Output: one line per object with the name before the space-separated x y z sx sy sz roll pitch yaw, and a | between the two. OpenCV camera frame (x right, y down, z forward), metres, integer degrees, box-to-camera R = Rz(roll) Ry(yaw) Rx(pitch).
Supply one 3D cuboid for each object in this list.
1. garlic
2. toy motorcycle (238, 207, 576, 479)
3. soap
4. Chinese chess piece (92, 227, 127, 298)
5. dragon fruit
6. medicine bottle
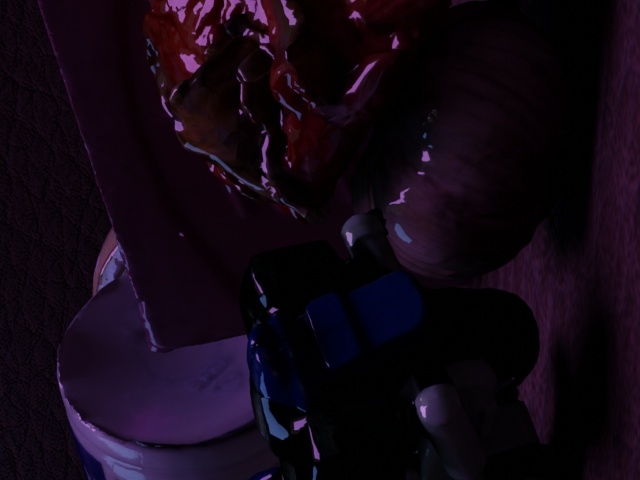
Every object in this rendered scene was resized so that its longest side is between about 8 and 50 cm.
garlic | 0.078 -0.048 1.023 0.159 0.102 0.147 118 169 -54
toy motorcycle | 0.019 0.132 1.021 0.331 0.196 0.125 88 163 -53
soap | -0.044 -0.117 1.229 0.128 0.233 0.359 -99 -4 -54
Chinese chess piece | -0.096 0.058 2.002 0.112 0.270 0.270 -69 -15 -61
dragon fruit | -0.019 -0.134 1.006 0.205 0.152 0.317 -76 13 -58
medicine bottle | -0.070 0.186 1.469 0.190 0.190 0.332 -94 -4 -46
